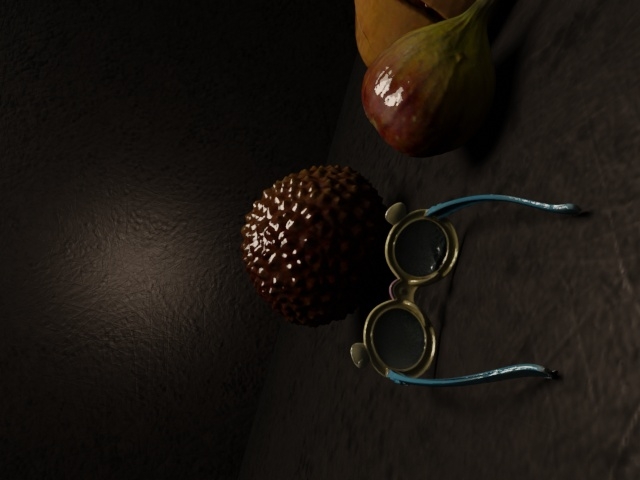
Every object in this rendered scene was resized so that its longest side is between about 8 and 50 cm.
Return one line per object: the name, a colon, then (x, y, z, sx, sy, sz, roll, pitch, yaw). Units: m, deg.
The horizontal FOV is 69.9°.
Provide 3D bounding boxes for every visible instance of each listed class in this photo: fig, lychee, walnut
fig: (0.161, -0.196, 0.533, 0.230, 0.143, 0.160, -32, 19, 19)
lychee: (0.000, 0.000, 0.781, 0.267, 0.267, 0.267, -163, 90, -83)
walnut: (0.145, -0.345, 0.643, 0.298, 0.203, 0.203, 104, 179, -67)

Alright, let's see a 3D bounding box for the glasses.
glasses: (0.138, 0.052, 0.420, 0.220, 0.088, 0.190, -5, 66, 61)
